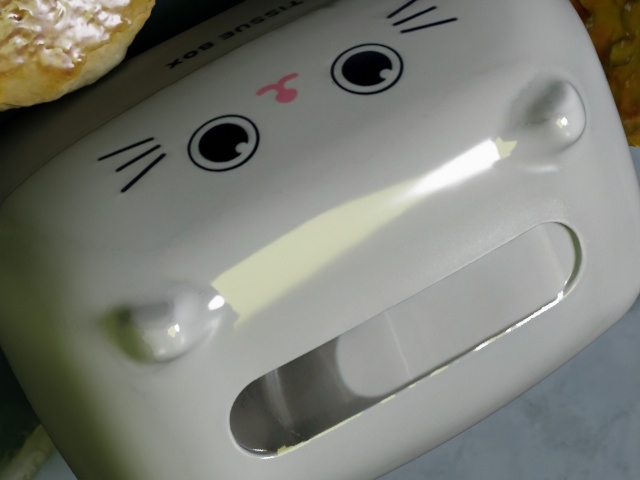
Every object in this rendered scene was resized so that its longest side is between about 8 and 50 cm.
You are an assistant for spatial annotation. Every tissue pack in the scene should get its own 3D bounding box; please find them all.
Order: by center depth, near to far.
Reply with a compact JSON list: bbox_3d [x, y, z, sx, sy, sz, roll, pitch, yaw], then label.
[{"bbox_3d":[0.000,0.000,1.009,0.333,0.236,0.229,-28,119,-10],"label":"tissue pack"}]

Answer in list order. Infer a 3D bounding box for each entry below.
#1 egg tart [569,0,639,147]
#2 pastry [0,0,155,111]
[{"bbox_3d":[0.216,-0.156,1.070,0.147,0.202,0.202,-7,113,-30],"label":"egg tart"},{"bbox_3d":[-0.152,-0.138,0.978,0.153,0.081,0.153,-7,113,-16],"label":"pastry"}]
